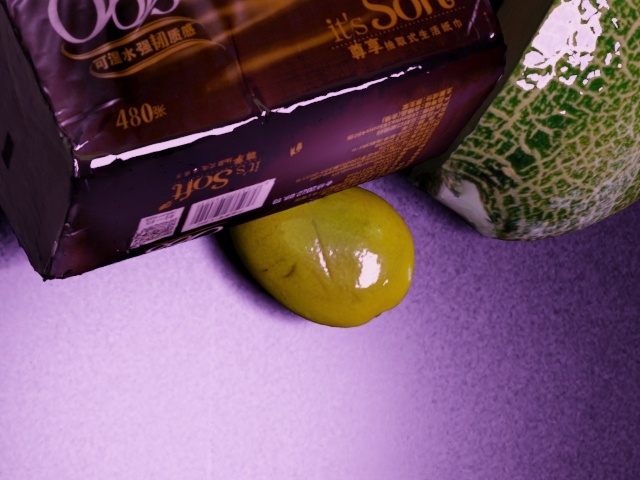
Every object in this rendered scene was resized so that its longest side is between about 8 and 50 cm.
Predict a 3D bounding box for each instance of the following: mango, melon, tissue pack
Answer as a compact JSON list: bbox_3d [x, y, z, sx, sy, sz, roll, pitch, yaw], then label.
[{"bbox_3d":[-0.002,0.007,1.547,0.163,0.089,0.117,19,87,-12],"label":"mango"},{"bbox_3d":[0.231,-0.157,1.616,0.344,0.226,0.331,-66,155,-14],"label":"melon"},{"bbox_3d":[-0.073,-0.119,1.420,0.370,0.210,0.198,-19,75,-26],"label":"tissue pack"}]
